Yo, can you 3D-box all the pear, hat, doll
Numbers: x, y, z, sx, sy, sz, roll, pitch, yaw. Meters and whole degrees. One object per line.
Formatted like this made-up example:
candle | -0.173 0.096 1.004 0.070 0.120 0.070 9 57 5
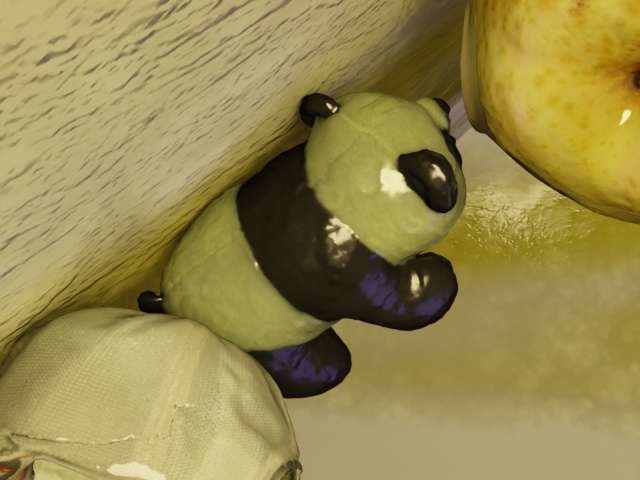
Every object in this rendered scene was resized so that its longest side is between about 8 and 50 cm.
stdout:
pear | 0.205 -0.123 0.444 0.271 0.271 0.271 -43 176 -4
hat | -0.149 0.139 0.455 0.275 0.161 0.232 -23 139 -2
doll | -0.001 0.002 0.529 0.234 0.143 0.135 -35 150 22
